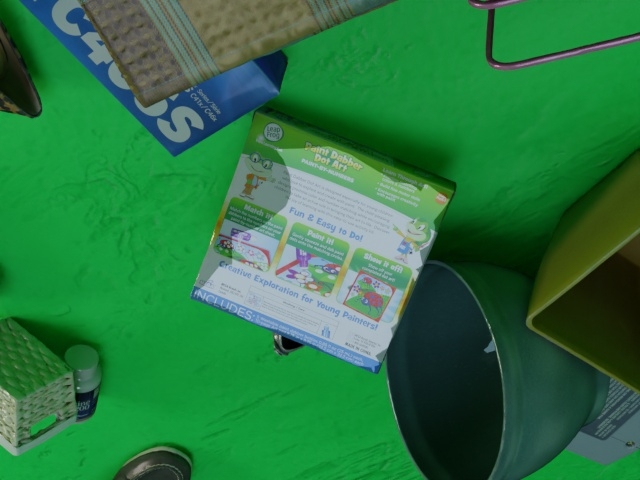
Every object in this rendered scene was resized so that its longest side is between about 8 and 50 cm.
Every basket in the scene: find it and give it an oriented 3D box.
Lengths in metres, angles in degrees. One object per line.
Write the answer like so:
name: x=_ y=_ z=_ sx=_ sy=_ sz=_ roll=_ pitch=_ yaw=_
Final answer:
basket: x=-0.436 y=0.201 z=1.576 sx=0.167 sy=0.113 sz=0.103 roll=32 pitch=132 yaw=28

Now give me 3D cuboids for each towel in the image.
towel: x=-0.075 y=-0.311 z=1.095 sx=0.370 sy=0.040 sz=0.271 roll=-22 pitch=120 yaw=11

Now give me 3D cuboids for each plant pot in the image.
plant pot: x=0.380 y=0.022 z=1.279 sx=0.212 sy=0.187 sz=0.212 roll=30 pitch=129 yaw=-17
plant pot: x=0.231 y=0.161 z=1.392 sx=0.196 sy=0.293 sz=0.293 roll=-5 pitch=136 yaw=-23

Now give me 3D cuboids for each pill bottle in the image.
pill bottle: x=-0.357 y=0.210 z=1.643 sx=0.067 sy=0.067 sz=0.120 roll=15 pitch=132 yaw=-4

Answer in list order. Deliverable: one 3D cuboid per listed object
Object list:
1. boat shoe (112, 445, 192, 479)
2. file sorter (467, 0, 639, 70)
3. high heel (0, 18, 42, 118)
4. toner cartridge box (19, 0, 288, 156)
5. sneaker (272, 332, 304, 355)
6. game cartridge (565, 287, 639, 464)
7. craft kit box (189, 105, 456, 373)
boat shoe: x=-0.323 y=0.450 z=1.829 sx=0.112 sy=0.095 sz=0.335 roll=36 pitch=127 yaw=-21
file sorter: x=0.206 y=-0.328 z=1.003 sx=0.202 sy=0.182 sz=0.290 roll=-12 pitch=128 yaw=19
high heel: x=-0.350 y=-0.214 z=1.200 sx=0.186 sy=0.093 sz=0.261 roll=41 pitch=161 yaw=-19
toner cartridge box: x=-0.207 y=-0.260 z=1.199 sx=0.165 sy=0.075 sz=0.348 roll=-29 pitch=121 yaw=27
sneaker: x=0.038 y=0.057 z=1.412 sx=0.105 sy=0.115 sz=0.281 roll=32 pitch=128 yaw=-18
game cartridge: x=0.410 y=0.188 z=1.512 sx=0.198 sy=0.062 sz=0.297 roll=21 pitch=131 yaw=-15
craft kit box: x=0.000 y=0.000 z=1.322 sx=0.250 sy=0.061 sz=0.246 roll=23 pitch=110 yaw=3
